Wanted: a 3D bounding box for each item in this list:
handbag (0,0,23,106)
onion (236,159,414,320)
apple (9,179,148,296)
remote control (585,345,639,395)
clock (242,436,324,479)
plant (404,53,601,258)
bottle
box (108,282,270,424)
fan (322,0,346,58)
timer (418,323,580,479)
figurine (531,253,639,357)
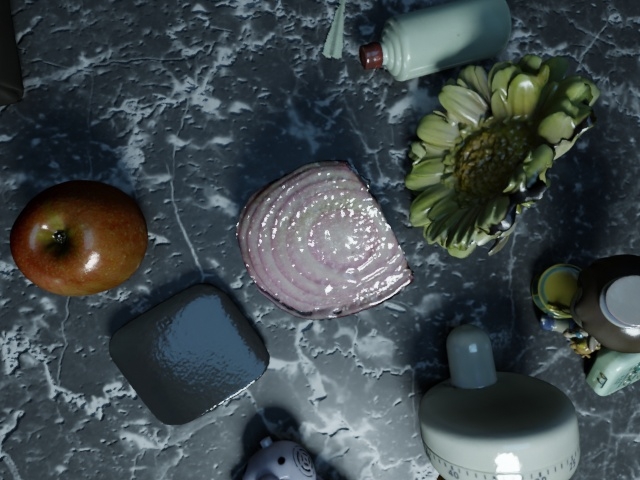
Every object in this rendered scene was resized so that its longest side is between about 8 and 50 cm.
[{"bbox_3d":[-0.604,-0.337,0.645,0.257,0.113,0.285,-10,91,1],"label":"handbag"},{"bbox_3d":[0.000,0.000,0.711,0.247,0.111,0.250,-25,104,17],"label":"onion"},{"bbox_3d":[-0.355,-0.004,0.638,0.181,0.168,0.181,0,91,0],"label":"apple"},{"bbox_3d":[0.633,0.168,0.771,0.335,0.065,0.128,-23,135,-6],"label":"remote control"},{"bbox_3d":[-0.040,0.438,0.678,0.189,0.189,0.254,-34,80,-5],"label":"clock"},{"bbox_3d":[0.274,-0.090,0.663,0.297,0.306,0.261,42,55,-31],"label":"plant"},{"bbox_3d":[0.185,-0.336,0.725,0.245,0.104,0.104,-17,92,-6],"label":"bottle"},{"bbox_3d":[-0.214,0.186,0.713,0.212,0.042,0.201,-34,93,-6],"label":"box"},{"bbox_3d":[0.052,-0.524,0.756,0.233,0.012,0.414,5,89,-5],"label":"fan"},{"bbox_3d":[0.267,0.267,0.669,0.234,0.233,0.240,-10,94,-6],"label":"timer"},{"bbox_3d":[0.446,0.095,0.667,0.158,0.275,0.161,43,82,11],"label":"figurine"}]
